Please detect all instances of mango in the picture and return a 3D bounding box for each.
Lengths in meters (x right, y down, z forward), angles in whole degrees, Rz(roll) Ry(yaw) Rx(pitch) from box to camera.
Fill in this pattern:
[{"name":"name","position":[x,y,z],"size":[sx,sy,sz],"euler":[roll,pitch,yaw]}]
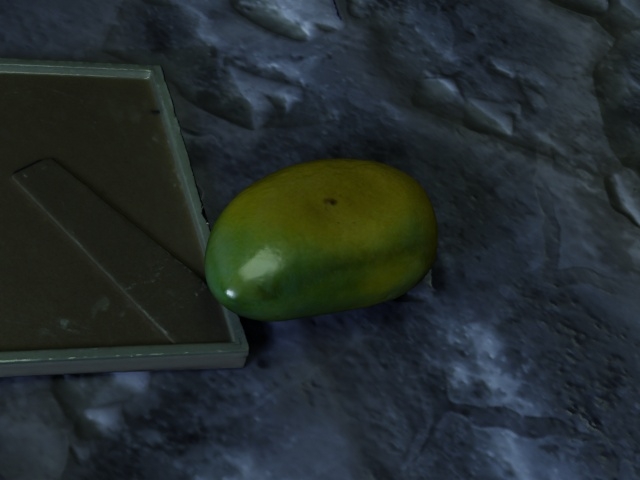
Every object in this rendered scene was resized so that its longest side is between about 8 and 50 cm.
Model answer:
[{"name":"mango","position":[-0.002,-0.005,1.149],"size":[0.237,0.091,0.137],"euler":[-8,45,-39]}]

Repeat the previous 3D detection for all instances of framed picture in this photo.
[{"name":"framed picture","position":[-0.211,-0.031,1.144],"size":[0.247,0.022,0.335],"euler":[-1,48,-24]}]
